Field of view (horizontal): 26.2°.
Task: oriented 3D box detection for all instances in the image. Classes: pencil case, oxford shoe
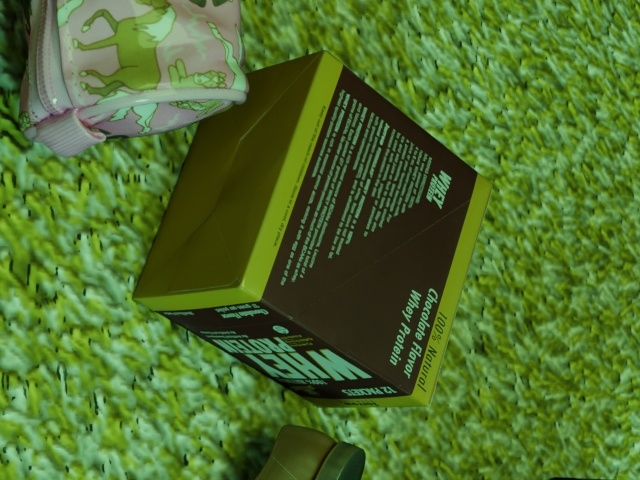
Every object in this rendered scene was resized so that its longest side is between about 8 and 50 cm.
[{"bbox_3d":[-0.148,-0.253,0.909,0.167,0.160,0.386,-11,93,-13],"label":"pencil case"},{"bbox_3d":[-0.045,0.235,1.006,0.212,0.076,0.076,-63,159,-12],"label":"oxford shoe"}]

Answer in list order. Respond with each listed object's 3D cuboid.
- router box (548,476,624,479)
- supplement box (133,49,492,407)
[{"bbox_3d":[0.201,0.288,1.095,0.309,0.243,0.081,-23,100,-42],"label":"router box"},{"bbox_3d":[0.000,0.000,1.026,0.194,0.129,0.191,34,63,-33],"label":"supplement box"}]
